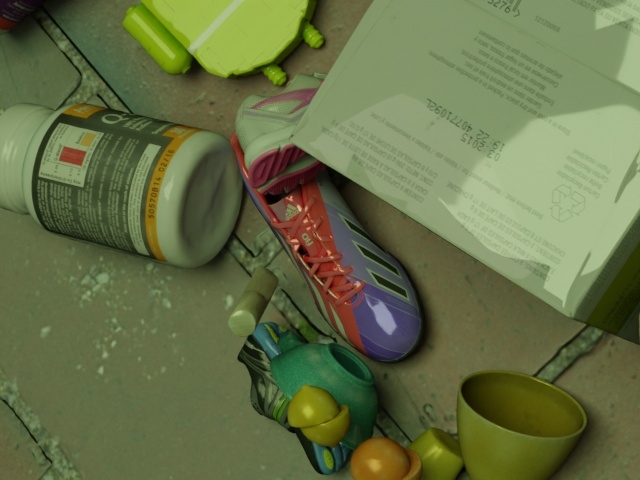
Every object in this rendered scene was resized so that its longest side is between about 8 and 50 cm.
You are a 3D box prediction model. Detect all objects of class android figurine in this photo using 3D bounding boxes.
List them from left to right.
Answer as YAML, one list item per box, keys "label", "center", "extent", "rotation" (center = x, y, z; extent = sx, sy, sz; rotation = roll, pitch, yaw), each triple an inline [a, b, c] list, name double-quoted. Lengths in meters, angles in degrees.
- label: "android figurine"
  center: [-0.114, -0.302, 1.949]
  extent: [0.273, 0.056, 0.248]
  rotation: [44, 100, 6]

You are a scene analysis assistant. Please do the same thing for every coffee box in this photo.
- label: "coffee box"
  center: [0.245, -0.130, 1.628]
  extent: [0.337, 0.334, 0.338]
  rotation: [34, 96, 25]

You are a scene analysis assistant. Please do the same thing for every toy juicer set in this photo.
- label: "toy juicer set"
  center: [-0.009, 0.161, 1.730]
  extent: [0.329, 0.209, 0.089]
  rotation: [44, 107, 16]

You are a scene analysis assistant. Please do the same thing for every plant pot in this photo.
- label: "plant pot"
  center: [0.196, 0.207, 1.709]
  extent: [0.134, 0.134, 0.095]
  rotation: [24, 115, 26]

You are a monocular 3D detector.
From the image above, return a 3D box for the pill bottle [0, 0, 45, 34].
- label: "pill bottle"
  center: [-0.339, -0.405, 2.029]
  extent: [0.323, 0.181, 0.181]
  rotation: [-36, 68, 14]

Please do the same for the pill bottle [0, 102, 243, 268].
- label: "pill bottle"
  center: [-0.243, -0.071, 1.931]
  extent: [0.278, 0.162, 0.162]
  rotation: [14, 86, 25]

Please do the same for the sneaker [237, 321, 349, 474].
- label: "sneaker"
  center: [-0.030, 0.180, 1.849]
  extent: [0.078, 0.067, 0.188]
  rotation: [-47, 65, 32]

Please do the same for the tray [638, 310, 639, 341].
- label: "tray"
  center: [0.500, 0.146, 1.493]
  extent: [0.410, 0.076, 0.203]
  rotation: [0, 111, 18]

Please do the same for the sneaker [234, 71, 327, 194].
- label: "sneaker"
  center: [0.016, -0.138, 1.804]
  extent: [0.111, 0.252, 0.103]
  rotation: [59, 146, 28]

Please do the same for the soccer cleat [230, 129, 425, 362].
- label: "soccer cleat"
  center: [0.000, 0.000, 1.833]
  extent: [0.108, 0.116, 0.318]
  rotation: [-38, 67, 13]
